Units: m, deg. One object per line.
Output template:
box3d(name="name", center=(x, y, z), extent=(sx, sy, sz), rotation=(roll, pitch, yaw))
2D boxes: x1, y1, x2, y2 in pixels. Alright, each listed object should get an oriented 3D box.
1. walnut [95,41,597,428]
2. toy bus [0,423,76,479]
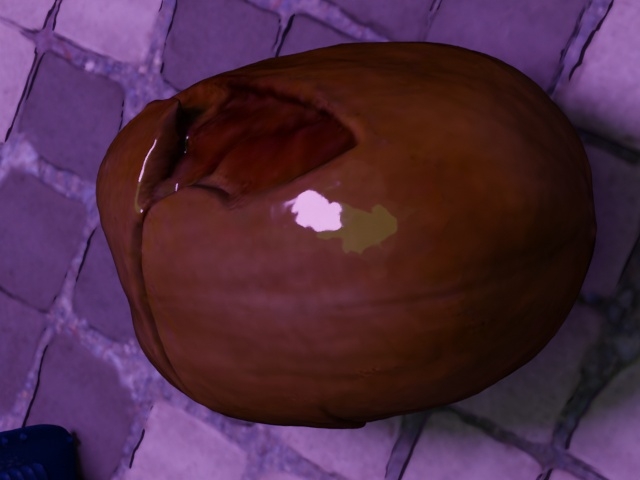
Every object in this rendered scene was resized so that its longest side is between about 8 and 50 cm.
box3d(name="walnut", center=(0.000, 0.000, 0.733), extent=(0.298, 0.203, 0.203), rotation=(-7, 88, 42))
box3d(name="toy bus", center=(-0.243, 0.263, 0.892), extent=(0.175, 0.138, 0.288), rotation=(-4, 89, 28))
